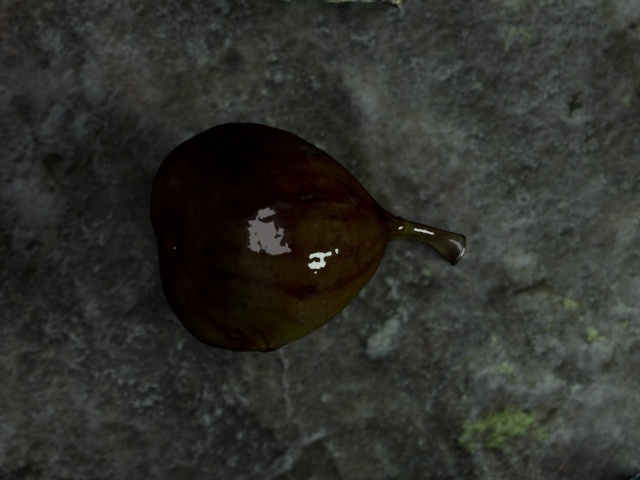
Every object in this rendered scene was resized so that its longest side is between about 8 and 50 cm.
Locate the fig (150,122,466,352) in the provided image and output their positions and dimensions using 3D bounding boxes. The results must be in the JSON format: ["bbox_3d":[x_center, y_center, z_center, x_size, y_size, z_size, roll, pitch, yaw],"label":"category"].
[{"bbox_3d":[0.000,0.000,1.511,0.321,0.217,0.217,1,86,-35],"label":"fig"}]

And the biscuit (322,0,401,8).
[{"bbox_3d":[-0.049,-0.314,1.548,0.281,0.084,0.179,12,81,-8],"label":"biscuit"}]

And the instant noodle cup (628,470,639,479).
[{"bbox_3d":[0.331,0.315,1.567,0.157,0.070,0.179,-35,92,-6],"label":"instant noodle cup"}]
